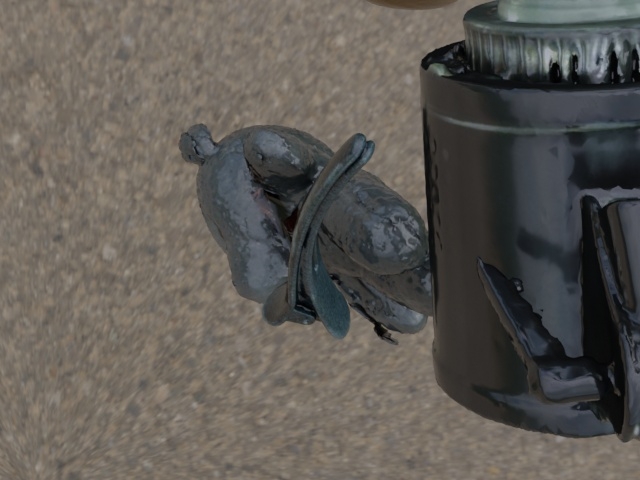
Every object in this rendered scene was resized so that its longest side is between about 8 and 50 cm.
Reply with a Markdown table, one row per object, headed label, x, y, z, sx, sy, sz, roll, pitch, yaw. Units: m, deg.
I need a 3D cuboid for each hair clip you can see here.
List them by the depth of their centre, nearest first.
| label | x | y | z | sx | sy | sz | roll | pitch | yaw |
| --- | --- | --- | --- | --- | --- | --- | --- | --- | --- |
| hair clip | 0.000 | 0.000 | 0.889 | 0.070 | 0.229 | 0.039 | 13 | 57 | 1 |

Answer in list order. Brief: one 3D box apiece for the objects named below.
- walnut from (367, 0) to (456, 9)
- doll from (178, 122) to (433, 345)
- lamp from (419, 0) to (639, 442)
| label | x | y | z | sx | sy | sz | roll | pitch | yaw |
| --- | --- | --- | --- | --- | --- | --- | --- | --- | --- |
| walnut | 0.035 | -0.320 | 1.067 | 0.298 | 0.203 | 0.203 | 41 | 73 | -6 |
| doll | -0.010 | -0.001 | 1.105 | 0.158 | 0.340 | 0.246 | -46 | 126 | -3 |
| lamp | 0.165 | -0.026 | 0.771 | 0.205 | 0.374 | 0.272 | -4 | 89 | 0 |
